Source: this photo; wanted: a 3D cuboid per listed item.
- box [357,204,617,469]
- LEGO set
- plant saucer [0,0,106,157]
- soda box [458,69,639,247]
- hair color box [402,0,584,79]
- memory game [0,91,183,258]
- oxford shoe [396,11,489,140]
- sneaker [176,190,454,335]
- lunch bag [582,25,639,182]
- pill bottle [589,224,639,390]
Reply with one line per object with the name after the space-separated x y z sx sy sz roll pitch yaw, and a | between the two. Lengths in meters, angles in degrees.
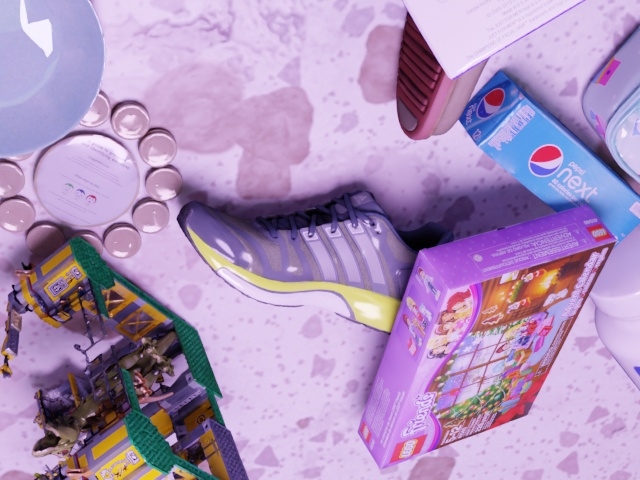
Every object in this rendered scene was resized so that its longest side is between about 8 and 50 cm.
0.162 0.103 1.243 0.201 0.057 0.293 -15 142 -26 | box
-0.213 0.182 1.137 0.192 0.331 0.255 -37 145 10 | LEGO set
-0.284 -0.166 1.053 0.195 0.037 0.195 -6 119 -11 | plant saucer
0.236 -0.076 1.223 0.210 0.071 0.067 36 106 -29 | soda box
0.092 -0.318 0.938 0.185 0.110 0.339 -30 101 13 | hair color box
-0.221 -0.057 1.152 0.186 0.012 0.186 -6 121 -10 | memory game
0.175 -0.236 1.084 0.130 0.123 0.348 11 118 -26 | oxford shoe
0.000 0.000 1.200 0.300 0.111 0.121 15 109 -30 | sneaker
0.413 -0.115 1.224 0.279 0.108 0.224 34 107 -28 | lunch bag
0.393 0.100 1.323 0.152 0.152 0.272 -36 123 8 | pill bottle
